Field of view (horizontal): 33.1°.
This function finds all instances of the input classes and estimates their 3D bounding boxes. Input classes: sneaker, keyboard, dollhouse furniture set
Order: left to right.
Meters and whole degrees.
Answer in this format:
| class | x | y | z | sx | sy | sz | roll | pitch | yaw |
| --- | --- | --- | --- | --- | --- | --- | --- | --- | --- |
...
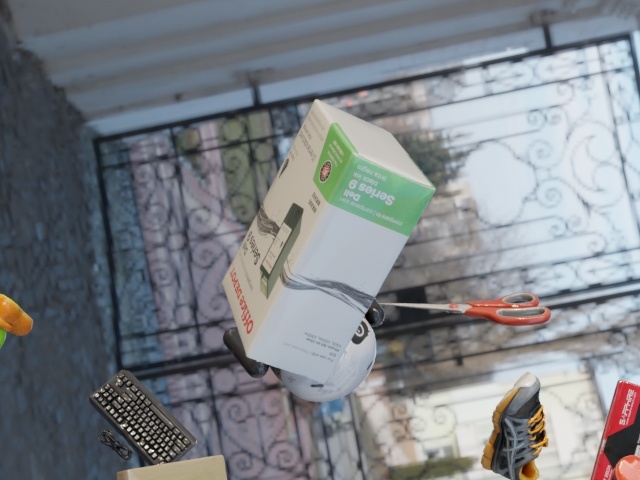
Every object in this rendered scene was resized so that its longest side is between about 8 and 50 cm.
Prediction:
| class | x | y | z | sx | sy | sz | roll | pitch | yaw |
| --- | --- | --- | --- | --- | --- | --- | --- | --- | --- |
| keyboard | -0.287 | 0.288 | 1.667 | 0.180 | 0.108 | 0.023 | 39 | -20 | 25 |
| dollhouse furniture set | -0.181 | 0.315 | 1.121 | 0.123 | 0.144 | 0.151 | -23 | -107 | 49 |
| sneaker | 0.300 | 0.278 | 1.587 | 0.084 | 0.083 | 0.215 | -37 | 146 | -35 |

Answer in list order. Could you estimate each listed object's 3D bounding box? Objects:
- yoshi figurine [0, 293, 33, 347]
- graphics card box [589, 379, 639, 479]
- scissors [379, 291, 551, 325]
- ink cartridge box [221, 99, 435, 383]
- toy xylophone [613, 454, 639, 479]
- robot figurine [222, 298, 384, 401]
| class | x | y | z | sx | sy | sz | roll | pitch | yaw |
| --- | --- | --- | --- | --- | --- | --- | --- | --- | --- |
| yoshi figurine | -0.710 | 0.265 | 2.052 | 0.203 | 0.362 | 0.203 | 42 | -23 | -22 |
| graphics card box | 0.658 | 0.403 | 1.833 | 0.094 | 0.370 | 0.233 | 49 | 58 | -72 |
| scissors | 0.254 | 0.123 | 1.905 | 0.109 | 0.297 | 0.021 | -89 | 177 | -65 |
| ink cartridge box | 0.000 | 0.000 | 1.353 | 0.289 | 0.121 | 0.211 | -62 | -157 | 16 |
| toy xylophone | 0.475 | 0.260 | 1.119 | 0.236 | 0.322 | 0.081 | 52 | -19 | 27 |
| robot figurine | -0.028 | 0.133 | 1.742 | 0.173 | 0.209 | 0.278 | 31 | 14 | -48 |
